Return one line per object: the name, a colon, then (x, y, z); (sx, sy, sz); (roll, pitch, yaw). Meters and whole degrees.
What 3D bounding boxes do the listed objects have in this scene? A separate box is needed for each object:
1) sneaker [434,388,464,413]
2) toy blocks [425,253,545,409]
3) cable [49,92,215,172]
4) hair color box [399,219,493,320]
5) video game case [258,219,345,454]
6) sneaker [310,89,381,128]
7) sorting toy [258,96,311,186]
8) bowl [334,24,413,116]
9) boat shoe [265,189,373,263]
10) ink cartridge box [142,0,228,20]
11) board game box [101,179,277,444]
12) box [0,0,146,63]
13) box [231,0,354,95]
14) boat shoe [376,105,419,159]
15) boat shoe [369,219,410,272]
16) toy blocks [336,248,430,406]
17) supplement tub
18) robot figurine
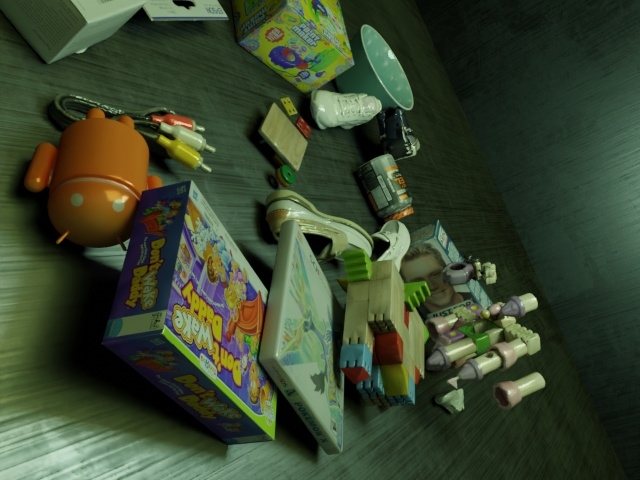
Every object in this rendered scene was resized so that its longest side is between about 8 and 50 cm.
sneaker: (0.357, 0.437, 1.523); (0.152, 0.054, 0.061); (16, 56, -53)
toy blocks: (0.361, 0.242, 1.413); (0.288, 0.260, 0.308); (-148, -136, -63)
cable: (-0.307, -0.207, 0.954); (0.287, 0.072, 0.139); (22, 44, -50)
hair color box: (0.351, 0.130, 1.633); (0.347, 0.174, 0.105); (54, 32, -16)
video game case: (-0.018, 0.173, 1.045); (0.329, 0.036, 0.300); (-85, 155, -48)
sneaker: (0.075, -0.392, 1.624); (0.305, 0.152, 0.114); (-21, 98, -60)
sorting toy: (-0.097, -0.244, 1.343); (0.132, 0.046, 0.274); (47, 33, -26)
bowl: (0.160, -0.534, 1.868); (0.311, 0.163, 0.311); (37, 39, -38)
boat shoe: (0.000, 0.000, 1.253); (0.302, 0.113, 0.103); (25, 47, -34)
ink cartridge box: (-0.364, -0.582, 1.171); (0.307, 0.072, 0.303); (61, 28, -9)
board game box: (-0.155, 0.119, 0.806); (0.347, 0.078, 0.233); (64, 20, -49)
box: (-0.412, -0.409, 0.895); (0.182, 0.119, 0.181); (52, 31, -18)
box: (-0.078, -0.608, 1.531); (0.290, 0.177, 0.279); (25, 47, -49)
boat shoe: (0.250, -0.358, 1.827); (0.340, 0.127, 0.158); (-71, 146, -76)
boat shoe: (0.172, 0.016, 1.516); (0.096, 0.098, 0.277); (51, 33, -22)
toy blocks: (0.143, 0.231, 1.209); (0.381, 0.191, 0.260); (58, 31, -47)
supplement tub: (0.196, -0.149, 1.666); (0.117, 0.117, 0.190); (-21, 85, -61)
robot figurine: (-0.308, -0.083, 0.794); (0.158, 0.128, 0.219); (49, 29, -53)
